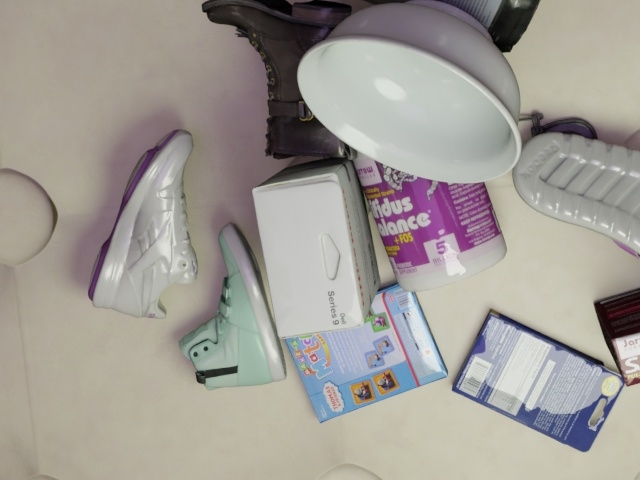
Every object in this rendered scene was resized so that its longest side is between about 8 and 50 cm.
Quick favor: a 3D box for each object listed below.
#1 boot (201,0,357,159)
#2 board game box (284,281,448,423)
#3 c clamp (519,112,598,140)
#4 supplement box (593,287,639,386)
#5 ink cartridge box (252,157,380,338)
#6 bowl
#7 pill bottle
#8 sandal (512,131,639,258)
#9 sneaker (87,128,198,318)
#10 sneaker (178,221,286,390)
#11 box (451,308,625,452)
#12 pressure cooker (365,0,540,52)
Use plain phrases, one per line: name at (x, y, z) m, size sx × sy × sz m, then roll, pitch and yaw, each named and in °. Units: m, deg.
boot at (-0.063, -0.227, 1.697) m, size 0.263 × 0.091 × 0.228 m, roll 14°, pitch 110°, yaw 32°
board game box at (0.067, 0.168, 1.830) m, size 0.212 × 0.039 × 0.160 m, roll -22°, pitch 95°, yaw 9°
c clamp at (0.343, -0.114, 1.763) m, size 0.137 × 0.022 × 0.160 m, roll -13°, pitch 96°, yaw 4°
supplement box at (0.462, 0.123, 1.669) m, size 0.130 × 0.239 × 0.073 m, roll -18°, pitch 96°, yaw 10°
ink cartridge box at (0.000, 0.000, 1.686) m, size 0.122 × 0.289 × 0.211 m, roll -9°, pitch 97°, yaw 8°
bowl at (0.130, -0.206, 1.509) m, size 0.298 × 0.298 × 0.134 m, roll 22°, pitch 68°, yaw 4°
pill bottle at (0.142, -0.092, 1.715) m, size 0.169 × 0.169 × 0.301 m, roll -20°, pitch 95°, yaw 10°
sandal at (0.474, -0.038, 1.718) m, size 0.416 × 0.102 × 0.169 m, roll 28°, pitch 81°, yaw 8°
sneaker at (-0.238, -0.021, 1.821) m, size 0.152 × 0.114 × 0.305 m, roll 21°, pitch 105°, yaw -10°
sneaker at (-0.154, 0.108, 1.818) m, size 0.151 × 0.094 × 0.255 m, roll -14°, pitch 99°, yaw 3°
box at (0.327, 0.213, 1.803) m, size 0.225 × 0.036 × 0.136 m, roll 26°, pitch 101°, yaw 4°
pressure cooker at (0.133, -0.479, 1.555) m, size 0.421 × 0.375 × 0.369 m, roll 23°, pitch 104°, yaw 3°
